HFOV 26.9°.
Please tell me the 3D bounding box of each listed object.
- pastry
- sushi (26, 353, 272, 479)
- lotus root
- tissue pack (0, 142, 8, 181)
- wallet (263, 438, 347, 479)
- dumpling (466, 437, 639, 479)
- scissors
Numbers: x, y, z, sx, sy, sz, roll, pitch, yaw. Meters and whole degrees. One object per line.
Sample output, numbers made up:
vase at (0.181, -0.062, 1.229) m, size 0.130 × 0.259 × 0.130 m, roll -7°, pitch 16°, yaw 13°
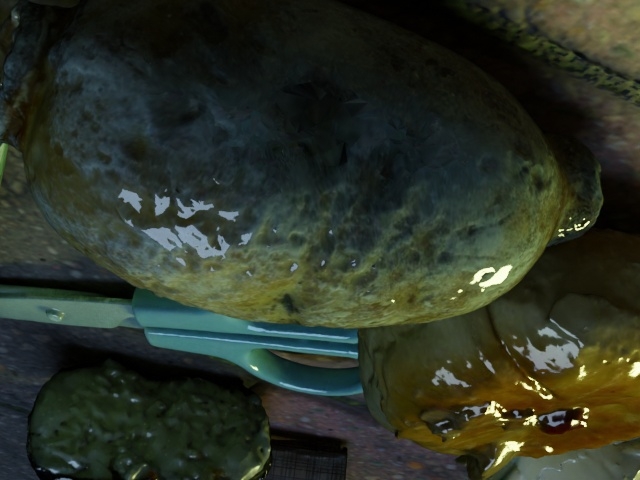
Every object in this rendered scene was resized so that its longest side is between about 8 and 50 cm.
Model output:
pastry at (0.143, 0.080, 0.880) m, size 0.235 × 0.121 × 0.257 m, roll -4°, pitch 157°, yaw -1°
sushi at (-0.149, 0.190, 1.160) m, size 0.212 × 0.147 × 0.115 m, roll 6°, pitch 146°, yaw -10°
lotus root at (-0.002, -0.040, 0.704) m, size 0.349 × 0.175 × 0.175 m, roll 10°, pitch 151°, yaw -16°
tissue pack at (-0.358, -0.011, 0.852) m, size 0.287 × 0.162 × 0.388 m, roll 16°, pitch 148°, yaw -12°
wallet at (-0.093, 0.241, 1.254) m, size 0.230 × 0.124 × 0.042 m, roll 5°, pitch -177°, yaw -5°
dumpling at (0.214, 0.193, 1.123) m, size 0.188 × 0.108 × 0.127 m, roll -19°, pitch 167°, yaw 13°
scissors at (-0.169, 0.056, 1.051) m, size 0.447 × 0.029 × 0.193 m, roll 5°, pitch 150°, yaw 11°
